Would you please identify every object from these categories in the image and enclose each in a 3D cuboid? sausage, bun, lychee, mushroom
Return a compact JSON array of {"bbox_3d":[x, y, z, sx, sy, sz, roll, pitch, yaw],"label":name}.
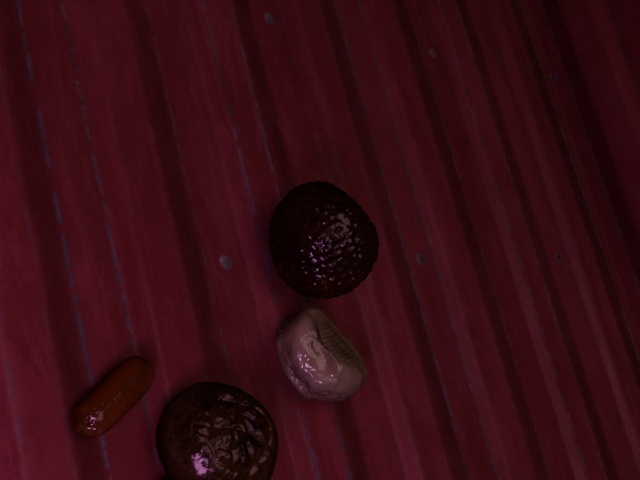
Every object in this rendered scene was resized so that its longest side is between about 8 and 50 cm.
[{"bbox_3d":[-0.382,0.290,1.877,0.076,0.076,0.197,53,42,-10],"label":"sausage"},{"bbox_3d":[-0.009,0.258,2.221,0.229,0.145,0.229,47,10,-11],"label":"bun"},{"bbox_3d":[0.000,0.000,2.277,0.261,0.261,0.260,22,55,-36],"label":"lychee"},{"bbox_3d":[-0.198,0.389,1.953,0.253,0.153,0.253,19,52,-26],"label":"mushroom"}]
